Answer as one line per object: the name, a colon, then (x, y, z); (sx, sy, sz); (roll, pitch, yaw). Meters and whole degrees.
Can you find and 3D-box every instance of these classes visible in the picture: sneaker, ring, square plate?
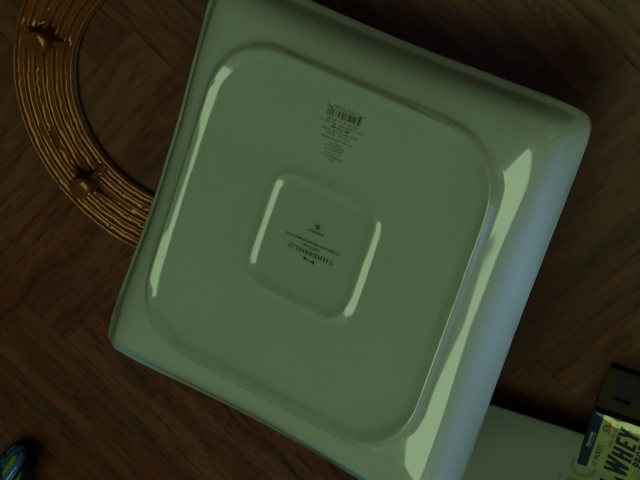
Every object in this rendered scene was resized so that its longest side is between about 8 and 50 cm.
sneaker: (-0.299, 0.285, 1.753); (0.078, 0.067, 0.188); (4, 117, -6)
ring: (-0.115, -0.122, 1.494); (0.337, 0.032, 0.336); (9, 118, 17)
square plate: (0.000, 0.000, 1.369); (0.347, 0.049, 0.344); (25, 107, 25)

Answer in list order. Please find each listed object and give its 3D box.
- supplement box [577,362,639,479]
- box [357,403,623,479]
supplement box: (0.269, 0.158, 1.463); (0.083, 0.083, 0.056); (19, 120, 11)
box: (0.177, 0.269, 1.476); (0.322, 0.232, 0.058); (17, 156, 12)
